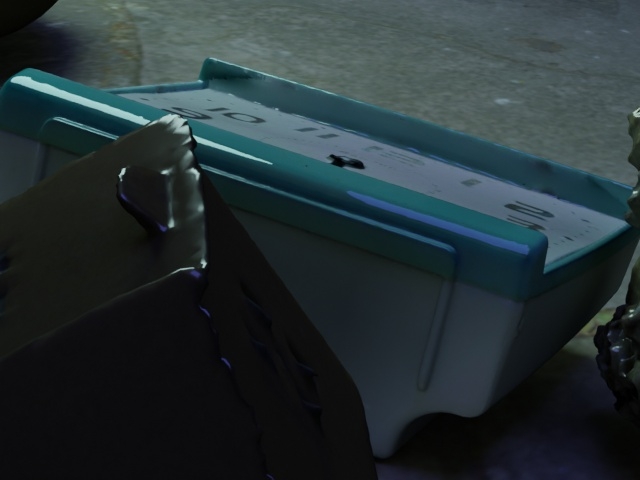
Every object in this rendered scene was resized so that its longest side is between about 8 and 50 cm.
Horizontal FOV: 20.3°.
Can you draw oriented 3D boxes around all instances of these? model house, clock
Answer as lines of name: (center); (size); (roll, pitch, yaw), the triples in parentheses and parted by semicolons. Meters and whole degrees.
model house: (-0.056, 0.132, 0.383); (0.181, 0.176, 0.248); (-27, 36, 14)
clock: (0.000, 0.000, 0.861); (0.262, 0.116, 0.231); (20, 15, 18)

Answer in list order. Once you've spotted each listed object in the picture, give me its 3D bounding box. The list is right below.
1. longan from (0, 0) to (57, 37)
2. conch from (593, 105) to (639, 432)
longan: (-0.264, -0.235, 1.226); (0.246, 0.215, 0.246); (10, 46, -10)
conch: (0.212, 0.042, 0.800); (0.245, 0.163, 0.178); (50, 26, 6)
